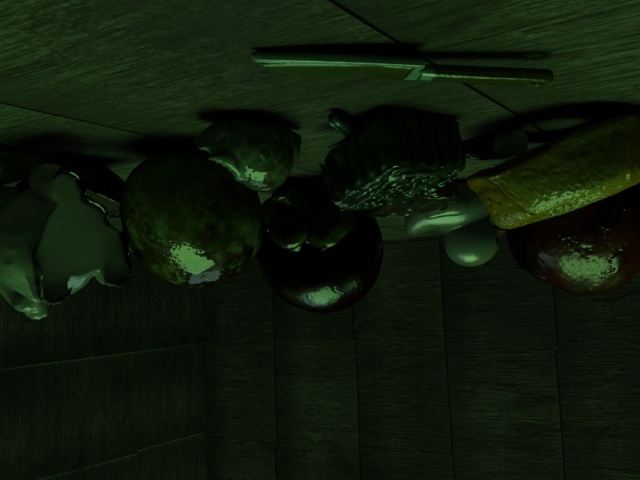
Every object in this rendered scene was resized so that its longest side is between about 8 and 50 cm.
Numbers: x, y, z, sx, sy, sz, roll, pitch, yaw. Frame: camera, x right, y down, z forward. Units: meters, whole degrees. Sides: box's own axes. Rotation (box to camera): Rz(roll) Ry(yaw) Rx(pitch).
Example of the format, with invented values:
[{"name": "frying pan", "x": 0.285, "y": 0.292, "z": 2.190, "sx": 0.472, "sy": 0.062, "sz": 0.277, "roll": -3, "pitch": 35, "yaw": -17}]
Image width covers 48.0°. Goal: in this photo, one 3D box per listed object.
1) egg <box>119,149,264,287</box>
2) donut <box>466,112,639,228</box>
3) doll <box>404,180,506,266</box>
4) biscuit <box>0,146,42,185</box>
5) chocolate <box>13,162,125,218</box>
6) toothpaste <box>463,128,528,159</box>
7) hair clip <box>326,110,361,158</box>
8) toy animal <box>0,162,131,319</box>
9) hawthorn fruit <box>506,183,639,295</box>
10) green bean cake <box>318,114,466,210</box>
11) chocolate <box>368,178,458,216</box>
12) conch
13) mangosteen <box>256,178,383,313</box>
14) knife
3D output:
[{"name": "egg", "x": -0.225, "y": -0.040, "z": 1.248, "sx": 0.238, "sy": 0.238, "sz": 0.289, "roll": -4, "pitch": 166, "yaw": 18}, {"name": "donut", "x": 0.396, "y": -0.104, "z": 1.173, "sx": 0.303, "sy": 0.110, "sz": 0.303, "roll": -18, "pitch": 174, "yaw": -2}, {"name": "doll", "x": 0.336, "y": -0.036, "z": 1.784, "sx": 0.251, "sy": 0.221, "sz": 0.221, "roll": -3, "pitch": 176, "yaw": 4}, {"name": "biscuit", "x": -0.596, "y": -0.120, "z": 1.226, "sx": 0.250, "sy": 0.046, "sz": 0.147, "roll": -7, "pitch": 174, "yaw": 42}, {"name": "chocolate", "x": -0.465, "y": -0.099, "z": 1.360, "sx": 0.261, "sy": 0.083, "sz": 0.161, "roll": -7, "pitch": 156, "yaw": 42}, {"name": "toothpaste", "x": 0.287, "y": -0.159, "z": 1.260, "sx": 0.071, "sy": 0.045, "sz": 0.193, "roll": 9, "pitch": 176, "yaw": -23}, {"name": "hair clip", "x": 0.044, "y": -0.161, "z": 1.149, "sx": 0.083, "sy": 0.048, "sz": 0.275, "roll": -1, "pitch": 171, "yaw": 3}, {"name": "toy animal", "x": -0.499, "y": 0.001, "z": 1.217, "sx": 0.357, "sy": 0.257, "sz": 0.194, "roll": 5, "pitch": -177, "yaw": 39}, {"name": "hawthorn fruit", "x": 0.505, "y": -0.040, "z": 1.412, "sx": 0.316, "sy": 0.316, "sz": 0.316, "roll": -2, "pitch": 176, "yaw": 0}, {"name": "green bean cake", "x": 0.114, "y": -0.114, "z": 1.106, "sx": 0.173, "sy": 0.094, "sz": 0.181, "roll": -6, "pitch": 165, "yaw": -41}, {"name": "chocolate", "x": 0.190, "y": -0.107, "z": 1.526, "sx": 0.148, "sy": 0.093, "sz": 0.214, "roll": 0, "pitch": 174, "yaw": -16}, {"name": "conch", "x": -0.096, "y": -0.130, "z": 1.051, "sx": 0.173, "sy": 0.106, "sz": 0.116, "roll": 22, "pitch": -175, "yaw": -32}, {"name": "mangosteen", "x": -0.001, "y": 0.009, "z": 1.688, "sx": 0.330, "sy": 0.330, "sz": 0.330, "roll": -2, "pitch": 176, "yaw": 0}, {"name": "knife", "x": 0.095, "y": -0.193, "z": 0.790, "sx": 0.343, "sy": 0.027, "sz": 0.061, "roll": 1, "pitch": 180, "yaw": -6}]
